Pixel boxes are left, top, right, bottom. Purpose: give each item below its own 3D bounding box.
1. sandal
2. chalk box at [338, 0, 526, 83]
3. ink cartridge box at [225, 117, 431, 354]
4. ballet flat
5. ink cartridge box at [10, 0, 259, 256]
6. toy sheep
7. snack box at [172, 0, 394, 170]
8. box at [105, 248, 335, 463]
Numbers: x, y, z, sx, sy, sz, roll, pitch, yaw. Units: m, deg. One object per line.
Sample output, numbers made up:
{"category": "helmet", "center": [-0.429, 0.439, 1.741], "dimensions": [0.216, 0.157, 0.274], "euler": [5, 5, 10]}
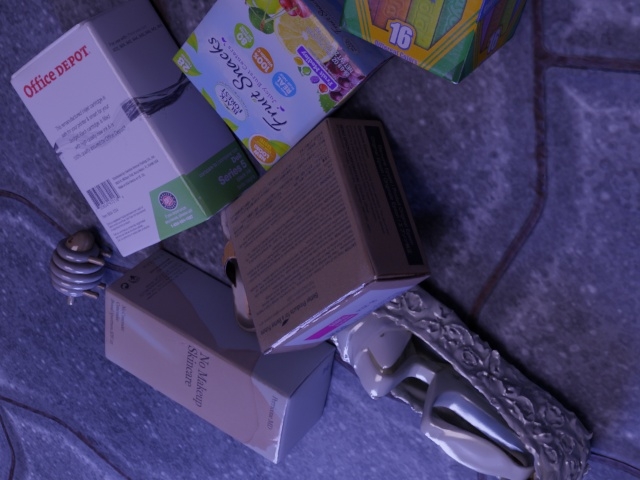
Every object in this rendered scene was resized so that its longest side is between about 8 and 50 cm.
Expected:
{"category": "sandal", "center": [-0.101, 0.035, 1.306], "dimensions": [0.072, 0.049, 0.180], "euler": [-1, 97, 30]}
{"category": "chalk box", "center": [0.121, -0.274, 0.882], "dimensions": [0.132, 0.132, 0.213], "euler": [29, 133, 18]}
{"category": "ink cartridge box", "center": [0.000, 0.000, 1.143], "dimensions": [0.234, 0.088, 0.193], "euler": [-36, 64, 47]}
{"category": "ballet flat", "center": [0.133, 0.161, 1.175], "dimensions": [0.409, 0.147, 0.147], "euler": [35, 135, 15]}
{"category": "ink cartridge box", "center": [-0.237, -0.140, 1.268], "dimensions": [0.198, 0.115, 0.273], "euler": [-20, 105, 44]}
{"category": "toy sheep", "center": [-0.368, 0.043, 1.521], "dimensions": [0.091, 0.091, 0.132], "euler": [26, 113, 22]}
{"category": "snack box", "center": [-0.047, -0.202, 1.109], "dimensions": [0.174, 0.070, 0.207], "euler": [49, 138, -1]}
{"category": "box", "center": [-0.144, 0.156, 1.395], "dimensions": [0.311, 0.121, 0.148], "euler": [27, 131, 22]}
